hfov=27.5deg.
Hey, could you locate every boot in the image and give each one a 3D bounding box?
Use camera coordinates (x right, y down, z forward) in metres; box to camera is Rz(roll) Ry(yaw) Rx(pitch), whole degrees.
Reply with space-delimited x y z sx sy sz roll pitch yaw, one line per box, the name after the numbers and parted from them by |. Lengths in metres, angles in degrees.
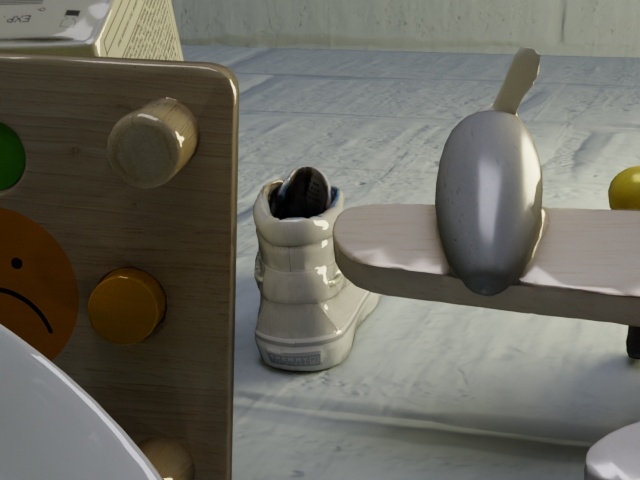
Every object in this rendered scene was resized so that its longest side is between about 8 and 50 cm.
0.000 0.000 1.025 0.095 0.123 0.258 0 16 4 | boot

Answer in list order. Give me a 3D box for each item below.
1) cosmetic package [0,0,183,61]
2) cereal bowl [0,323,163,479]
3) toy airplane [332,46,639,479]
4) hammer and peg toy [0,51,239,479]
-0.159 -0.056 0.865 0.129 0.296 0.153 1 44 9 | cosmetic package
-0.210 0.128 0.449 0.339 0.141 0.339 31 18 -11 | cereal bowl
0.253 -0.001 0.748 0.386 0.273 0.384 -10 19 -31 | toy airplane
-0.224 0.030 0.697 0.361 0.266 0.127 2 15 5 | hammer and peg toy
